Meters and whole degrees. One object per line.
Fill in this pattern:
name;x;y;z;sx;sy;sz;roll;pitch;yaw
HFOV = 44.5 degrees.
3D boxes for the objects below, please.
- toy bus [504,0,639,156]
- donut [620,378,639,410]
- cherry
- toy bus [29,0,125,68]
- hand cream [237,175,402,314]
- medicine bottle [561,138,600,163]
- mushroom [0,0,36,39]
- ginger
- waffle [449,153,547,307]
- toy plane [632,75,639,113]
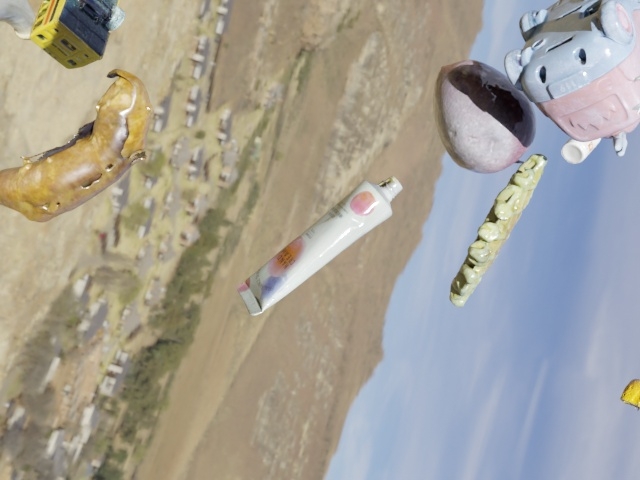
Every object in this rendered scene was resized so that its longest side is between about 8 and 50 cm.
toy bus;0.461;-0.294;1.308;0.197;0.231;0.294;-23;-153;40
donut;0.479;0.239;1.186;0.083;0.038;0.067;-29;134;-41
cherry;0.314;-0.228;1.499;0.184;0.266;0.213;-38;-173;10
toy bus;-0.437;-0.485;1.473;0.121;0.123;0.335;39;45;-43
hand cream;0.000;0.000;1.353;0.341;0.077;0.124;-37;-152;-2
medicine bottle;0.597;-0.221;1.789;0.089;0.057;0.057;-42;162;-32
mushroom;-0.654;-0.470;1.568;0.270;0.103;0.118;-20;132;-67
ginger;-0.368;-0.122;1.178;0.309;0.133;0.107;-39;-175;7
waffle;0.342;-0.016;1.530;0.309;0.056;0.291;-56;167;-22
toy plane;0.385;-0.182;0.909;0.078;0.024;0.084;24;85;-45
